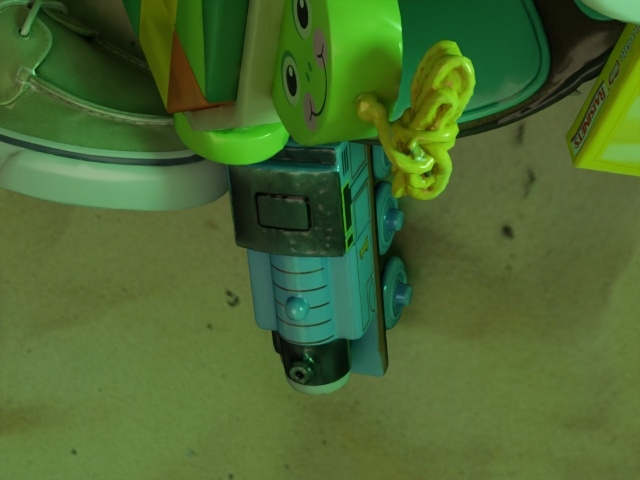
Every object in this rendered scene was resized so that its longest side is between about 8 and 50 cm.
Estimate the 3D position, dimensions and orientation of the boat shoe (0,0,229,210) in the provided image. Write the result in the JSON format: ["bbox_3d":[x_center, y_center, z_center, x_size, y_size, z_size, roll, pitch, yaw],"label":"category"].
[{"bbox_3d":[-0.183,-0.100,0.819,0.302,0.109,0.094,19,123,15],"label":"boat shoe"}]

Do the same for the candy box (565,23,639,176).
[{"bbox_3d":[0.224,-0.060,0.654,0.206,0.027,0.105,7,140,-13],"label":"candy box"}]

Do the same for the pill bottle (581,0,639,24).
[{"bbox_3d":[0.107,-0.230,0.505,0.160,0.160,0.283,-38,61,35],"label":"pill bottle"}]

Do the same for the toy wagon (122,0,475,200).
[{"bbox_3d":[-0.035,-0.154,0.603,0.068,0.344,0.267,-9,140,-18],"label":"toy wagon"}]

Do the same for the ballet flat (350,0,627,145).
[{"bbox_3d":[0.116,-0.109,0.686,0.280,0.096,0.095,-19,81,27],"label":"ballet flat"}]

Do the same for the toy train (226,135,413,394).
[{"bbox_3d":[0.000,0.000,0.800,0.080,0.105,0.184,7,122,19],"label":"toy train"}]
